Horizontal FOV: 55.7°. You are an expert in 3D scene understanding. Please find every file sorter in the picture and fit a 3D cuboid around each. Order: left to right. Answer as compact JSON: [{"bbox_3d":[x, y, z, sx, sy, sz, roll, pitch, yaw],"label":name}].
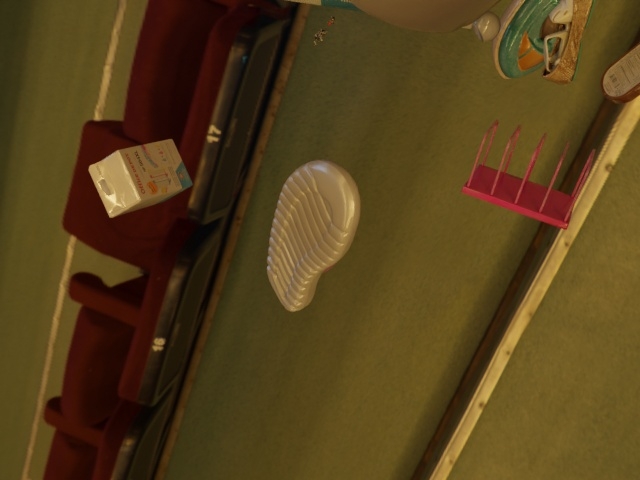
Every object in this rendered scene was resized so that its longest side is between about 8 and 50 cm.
[{"bbox_3d":[0.574,-0.195,1.660,0.290,0.202,0.182,23,124,17],"label":"file sorter"}]

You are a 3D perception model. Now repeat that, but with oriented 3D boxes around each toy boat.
[{"bbox_3d":[0.468,-0.502,1.435,0.148,0.318,0.268,-114,35,-41],"label":"toy boat"}]

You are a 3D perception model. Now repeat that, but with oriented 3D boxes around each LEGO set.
[{"bbox_3d":[0.004,-0.510,1.473,0.023,0.054,0.083,27,112,-19],"label":"LEGO set"}]

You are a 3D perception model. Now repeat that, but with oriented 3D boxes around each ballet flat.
[{"bbox_3d":[0.450,-0.386,1.111,0.067,0.073,0.206,0,121,0],"label":"ballet flat"}]

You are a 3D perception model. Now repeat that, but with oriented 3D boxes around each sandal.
[{"bbox_3d":[-0.008,-0.013,1.087,0.169,0.102,0.416,59,150,16],"label":"sandal"}]

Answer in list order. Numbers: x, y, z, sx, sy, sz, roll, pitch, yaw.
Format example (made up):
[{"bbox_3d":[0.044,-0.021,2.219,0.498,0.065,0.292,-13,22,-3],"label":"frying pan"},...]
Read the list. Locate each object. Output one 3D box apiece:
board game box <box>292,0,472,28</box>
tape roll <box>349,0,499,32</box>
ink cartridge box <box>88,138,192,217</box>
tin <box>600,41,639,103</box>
[{"bbox_3d":[0.056,-0.352,0.567,0.253,0.336,0.079,10,73,5],"label":"board game box"},{"bbox_3d":[0.053,-0.241,0.369,0.219,0.219,0.072,58,144,0],"label":"tape roll"},{"bbox_3d":[-0.309,-0.105,1.027,0.090,0.143,0.092,-21,95,35],"label":"ink cartridge box"},{"bbox_3d":[0.755,-0.406,1.436,0.189,0.040,0.106,-42,52,42],"label":"tin"}]
